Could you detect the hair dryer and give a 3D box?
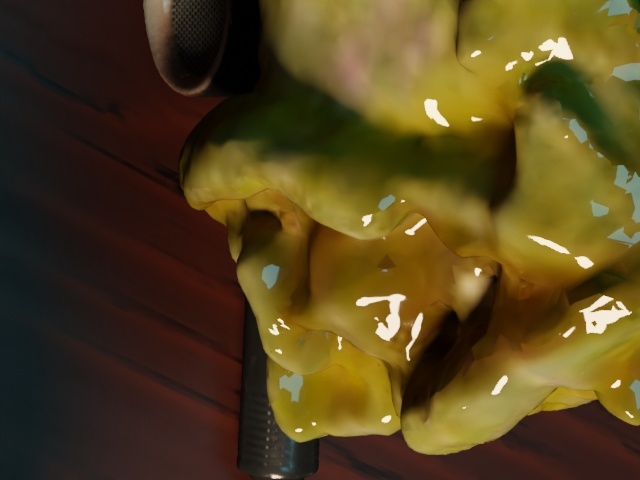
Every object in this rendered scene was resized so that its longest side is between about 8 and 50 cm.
[{"bbox_3d":[0.000,0.000,0.792,0.128,0.070,0.255,-5,102,-31],"label":"hair dryer"}]

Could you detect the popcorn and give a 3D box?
[{"bbox_3d":[0.081,-0.036,0.679,0.259,0.212,0.259,-6,101,-34],"label":"popcorn"}]
